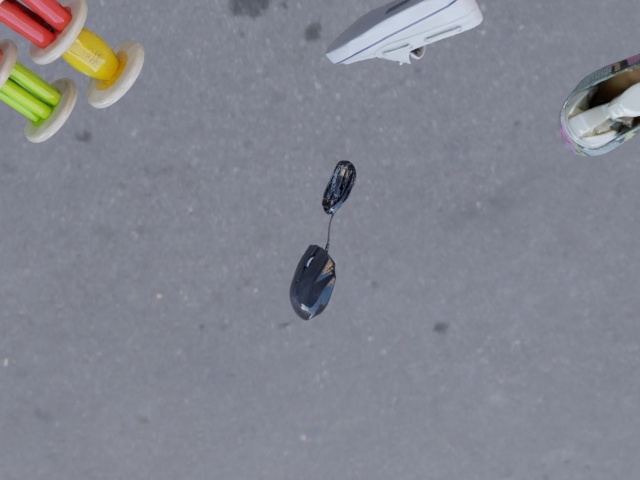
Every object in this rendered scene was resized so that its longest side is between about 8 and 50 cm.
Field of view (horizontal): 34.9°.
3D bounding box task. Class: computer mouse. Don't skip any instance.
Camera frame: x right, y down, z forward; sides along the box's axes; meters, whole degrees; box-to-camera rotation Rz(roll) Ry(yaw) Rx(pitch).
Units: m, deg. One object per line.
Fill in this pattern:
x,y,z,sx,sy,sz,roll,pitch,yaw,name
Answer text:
0.000,0.000,1.466,0.041,0.071,0.242,9,99,-33,computer mouse

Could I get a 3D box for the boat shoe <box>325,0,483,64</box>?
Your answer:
0.121,-0.306,1.506,0.267,0.096,0.088,-21,118,40,boat shoe

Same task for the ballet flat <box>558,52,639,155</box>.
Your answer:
0.285,-0.130,0.959,0.077,0.079,0.221,57,147,-1,ballet flat

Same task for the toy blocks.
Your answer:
-0.208,-0.134,0.654,0.123,0.054,0.148,-20,139,34,toy blocks
